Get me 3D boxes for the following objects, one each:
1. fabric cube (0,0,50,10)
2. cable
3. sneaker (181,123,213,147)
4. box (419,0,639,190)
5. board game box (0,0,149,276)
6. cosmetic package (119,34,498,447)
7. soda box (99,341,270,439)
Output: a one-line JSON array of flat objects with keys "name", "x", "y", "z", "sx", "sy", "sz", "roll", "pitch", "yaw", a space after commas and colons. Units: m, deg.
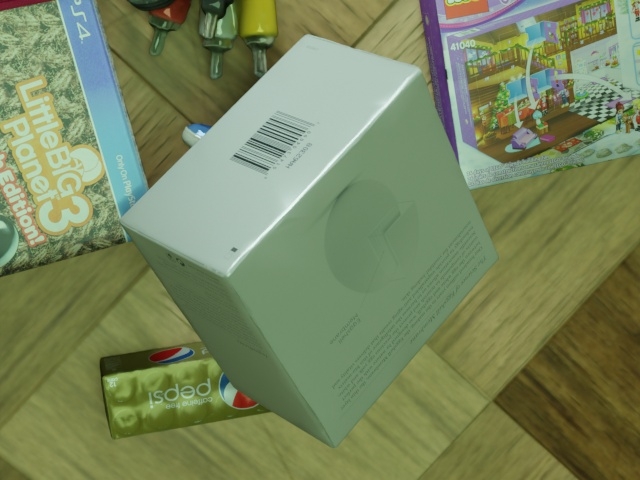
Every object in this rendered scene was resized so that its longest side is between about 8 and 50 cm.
[{"name": "fabric cube", "x": -0.307, "y": -0.316, "z": 0.891, "sx": 0.259, "sy": 0.258, "sz": 0.254, "roll": -13, "pitch": 62, "yaw": -6}, {"name": "cable", "x": -0.083, "y": -0.283, "z": 1.121, "sx": 0.140, "sy": 0.072, "sz": 0.287, "roll": 12, "pitch": 87, "yaw": 3}, {"name": "sneaker", "x": -0.039, "y": -0.100, "z": 1.150, "sx": 0.152, "sy": 0.058, "sz": 0.084, "roll": 14, "pitch": 104, "yaw": -18}, {"name": "box", "x": 0.243, "y": -0.173, "z": 1.194, "sx": 0.293, "sy": 0.057, "sz": 0.200, "roll": -12, "pitch": 104, "yaw": -9}, {"name": "board game box", "x": -0.300, "y": -0.086, "z": 1.058, "sx": 0.291, "sy": 0.141, "sz": 0.232, "roll": -17, "pitch": 105, "yaw": -7}, {"name": "cosmetic package", "x": 0.000, "y": 0.000, "z": 1.068, "sx": 0.224, "sy": 0.138, "sz": 0.224, "roll": -47, "pitch": 134, "yaw": -20}, {"name": "soda box", "x": -0.102, "y": 0.126, "z": 1.186, "sx": 0.181, "sy": 0.058, "sz": 0.061, "roll": -9, "pitch": 104, "yaw": -9}]
